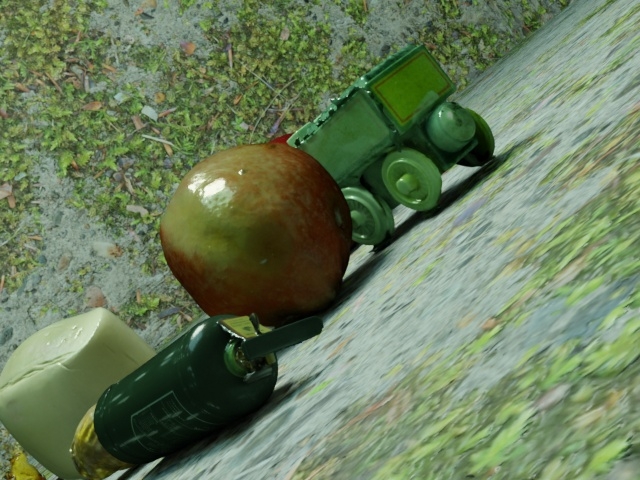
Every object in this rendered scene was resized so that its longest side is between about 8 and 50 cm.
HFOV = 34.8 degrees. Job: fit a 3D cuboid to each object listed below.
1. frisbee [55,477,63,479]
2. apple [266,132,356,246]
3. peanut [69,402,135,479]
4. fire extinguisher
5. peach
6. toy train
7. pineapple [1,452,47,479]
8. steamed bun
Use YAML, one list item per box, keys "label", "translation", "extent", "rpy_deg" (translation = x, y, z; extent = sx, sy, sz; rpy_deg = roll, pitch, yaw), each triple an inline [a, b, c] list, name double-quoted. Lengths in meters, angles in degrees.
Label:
- label: "frisbee"
  translation: [-0.402, 0.375, 1.636]
  extent: [0.211, 0.012, 0.187]
  rpy_deg: [-42, 5, -33]
- label: "apple"
  translation: [-0.043, -0.052, 1.638]
  extent: [0.260, 0.216, 0.260]
  rpy_deg: [-36, 3, 2]
- label: "peanut"
  translation: [-0.204, 0.199, 1.174]
  extent: [0.207, 0.087, 0.087]
  rpy_deg: [-38, 4, 14]
- label: "fire extinguisher"
  translation: [-0.114, 0.137, 0.976]
  extent: [0.114, 0.095, 0.311]
  rpy_deg: [-11, -15, -35]
- label: "peach"
  translation: [-0.062, 0.005, 1.220]
  extent: [0.232, 0.257, 0.232]
  rpy_deg: [-34, -41, -35]
- label: "toy train"
  translation: [0.085, -0.114, 1.292]
  extent: [0.159, 0.188, 0.272]
  rpy_deg: [-40, 1, -36]
- label: "pineapple"
  translation: [-0.518, 0.436, 1.779]
  extent: [0.077, 0.114, 0.114]
  rpy_deg: [1, -40, -32]
- label: "steamed bun"
  translation: [-0.332, 0.215, 1.391]
  extent: [0.250, 0.200, 0.155]
  rpy_deg: [-32, 20, 27]
